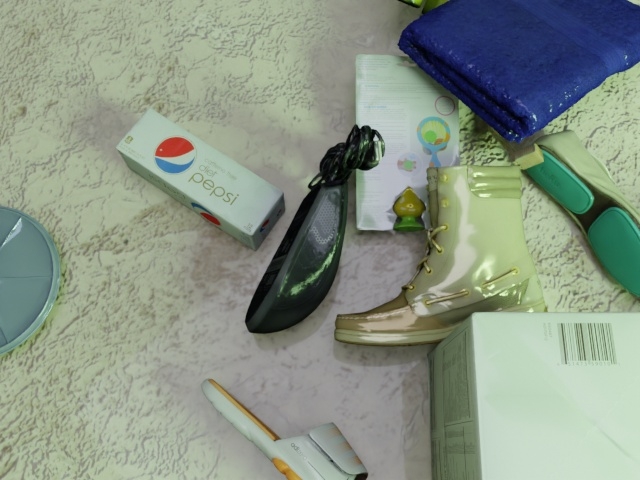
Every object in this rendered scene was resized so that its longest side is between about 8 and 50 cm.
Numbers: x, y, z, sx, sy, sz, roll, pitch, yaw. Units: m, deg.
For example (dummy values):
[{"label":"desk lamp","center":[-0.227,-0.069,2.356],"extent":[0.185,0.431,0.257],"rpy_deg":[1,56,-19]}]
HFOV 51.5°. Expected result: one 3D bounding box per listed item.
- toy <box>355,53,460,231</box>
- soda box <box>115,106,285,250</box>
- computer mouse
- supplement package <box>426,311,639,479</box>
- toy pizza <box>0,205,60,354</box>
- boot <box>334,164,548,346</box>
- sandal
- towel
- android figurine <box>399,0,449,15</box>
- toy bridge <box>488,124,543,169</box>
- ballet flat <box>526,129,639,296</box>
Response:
[{"label":"toy","center":[0.112,-0.125,0.884],"extent":[0.136,0.056,0.238],"rpy_deg":[1,77,-4]},{"label":"soda box","center":[-0.153,-0.079,0.863],"extent":[0.216,0.069,0.074],"rpy_deg":[33,75,9]},{"label":"computer mouse","center":[0.000,0.000,0.803],"extent":[0.072,0.188,0.272],"rpy_deg":[29,82,-11]},{"label":"supplement package","center":[0.227,0.193,0.673],"extent":[0.199,0.263,0.198],"rpy_deg":[0,72,0]},{"label":"toy pizza","center":[-0.426,0.053,0.841],"extent":[0.201,0.032,0.201],"rpy_deg":[0,72,1]},{"label":"boot","center":[0.132,0.016,0.791],"extent":[0.261,0.095,0.204],"rpy_deg":[-9,90,-7]},{"label":"sandal","center":[-0.021,0.226,0.749],"extent":[0.265,0.102,0.076],"rpy_deg":[39,79,13]},{"label":"towel","center":[0.280,-0.260,0.878],"extent":[0.308,0.076,0.227],"rpy_deg":[-33,63,-26]},{"label":"android figurine","center":[0.189,-0.438,0.885],"extent":[0.056,0.248,0.273],"rpy_deg":[34,108,32]},{"label":"toy bridge","center":[0.257,-0.173,0.896],"extent":[0.063,0.026,0.188],"rpy_deg":[-23,49,35]},{"label":"ballet flat","center":[0.366,-0.043,0.850],"extent":[0.086,0.086,0.248],"rpy_deg":[-31,74,-9]}]
